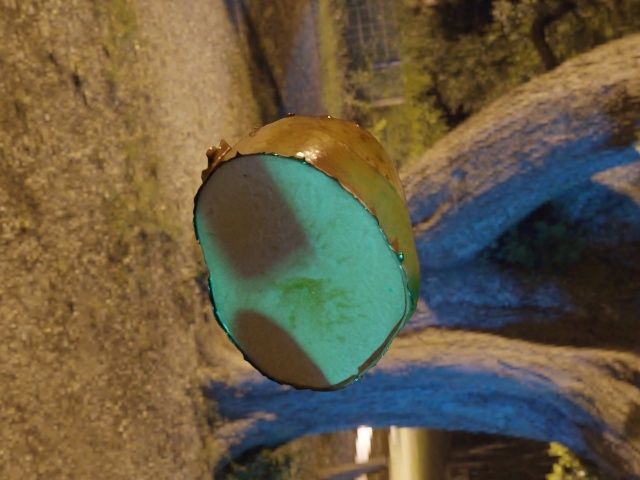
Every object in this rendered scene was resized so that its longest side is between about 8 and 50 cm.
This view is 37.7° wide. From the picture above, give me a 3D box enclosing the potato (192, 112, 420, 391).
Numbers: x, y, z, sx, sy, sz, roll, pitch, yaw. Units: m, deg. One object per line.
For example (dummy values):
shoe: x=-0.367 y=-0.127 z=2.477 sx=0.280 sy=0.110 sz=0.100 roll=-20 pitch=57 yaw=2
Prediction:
potato: x=0.000 y=0.000 z=1.064 sx=0.196 sy=0.247 sz=0.299 roll=-57 pitch=141 yaw=-57
